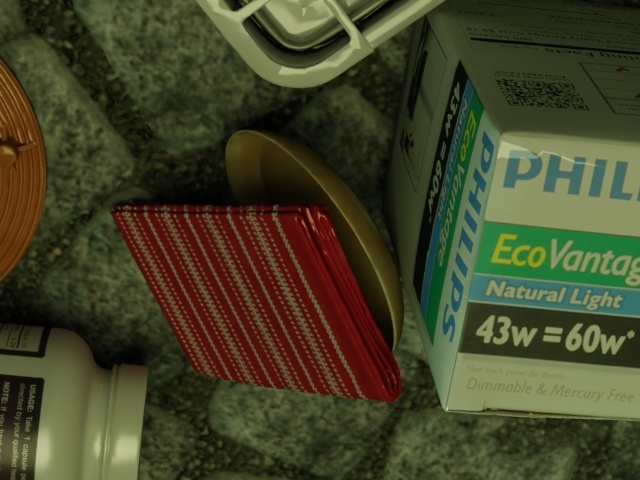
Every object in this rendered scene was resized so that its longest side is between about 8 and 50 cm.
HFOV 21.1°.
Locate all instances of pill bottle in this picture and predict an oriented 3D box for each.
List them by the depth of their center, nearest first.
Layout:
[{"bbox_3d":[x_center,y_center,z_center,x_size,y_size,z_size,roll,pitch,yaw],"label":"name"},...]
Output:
[{"bbox_3d":[-0.323,0.162,1.554,0.323,0.181,0.181,6,115,-5],"label":"pill bottle"}]

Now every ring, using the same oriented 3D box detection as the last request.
[{"bbox_3d":[-0.416,-0.065,1.535,0.337,0.032,0.336,0,115,1],"label":"ring"}]

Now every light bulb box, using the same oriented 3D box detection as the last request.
[{"bbox_3d":[0.255,-0.033,1.355,0.358,0.361,0.225,5,115,-8],"label":"light bulb box"}]

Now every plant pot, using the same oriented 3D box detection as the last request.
[{"bbox_3d":[0.000,0.000,1.477,0.032,0.236,0.236,-34,114,-19],"label":"plant pot"}]

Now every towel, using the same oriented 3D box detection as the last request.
[{"bbox_3d":[-0.058,0.048,1.497,0.275,0.031,0.198,2,125,48],"label":"towel"}]

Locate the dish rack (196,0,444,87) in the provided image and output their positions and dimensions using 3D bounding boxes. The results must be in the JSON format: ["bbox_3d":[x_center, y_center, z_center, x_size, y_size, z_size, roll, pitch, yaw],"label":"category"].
[{"bbox_3d":[0.021,-0.309,1.341,0.333,0.072,0.285,-32,110,18],"label":"dish rack"}]
